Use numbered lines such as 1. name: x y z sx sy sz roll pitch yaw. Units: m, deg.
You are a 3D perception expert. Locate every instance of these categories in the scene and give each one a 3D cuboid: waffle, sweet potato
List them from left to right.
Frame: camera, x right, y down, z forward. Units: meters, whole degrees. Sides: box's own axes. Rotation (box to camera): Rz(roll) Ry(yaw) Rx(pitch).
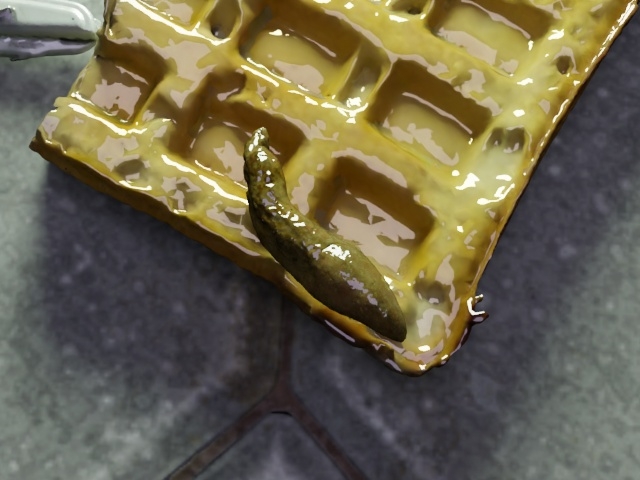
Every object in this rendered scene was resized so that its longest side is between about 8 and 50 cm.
1. sweet potato: -0.006 0.002 0.758 0.041 0.038 0.153 -28 69 -30
2. waffle: 0.023 -0.123 0.846 0.304 0.077 0.348 29 76 6

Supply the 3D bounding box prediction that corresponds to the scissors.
1. scissors: -0.261 -0.144 0.870 0.242 0.030 0.118 3 75 4
